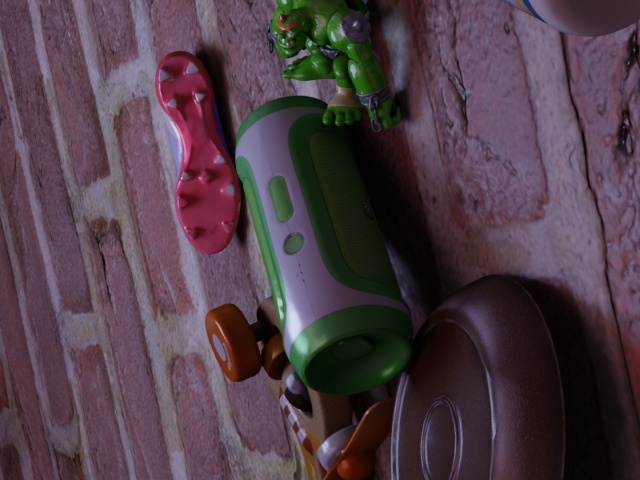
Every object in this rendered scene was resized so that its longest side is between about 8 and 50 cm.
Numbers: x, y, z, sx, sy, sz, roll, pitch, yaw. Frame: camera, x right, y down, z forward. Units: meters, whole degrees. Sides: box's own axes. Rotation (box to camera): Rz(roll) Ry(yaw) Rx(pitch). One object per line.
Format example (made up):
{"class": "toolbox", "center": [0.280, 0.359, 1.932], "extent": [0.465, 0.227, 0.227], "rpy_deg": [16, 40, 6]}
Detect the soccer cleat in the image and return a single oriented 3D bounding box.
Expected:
{"class": "soccer cleat", "center": [-0.148, -0.108, 1.745], "extent": [0.095, 0.083, 0.248], "rpy_deg": [-95, -8, -81]}

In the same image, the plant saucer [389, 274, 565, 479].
{"class": "plant saucer", "center": [0.125, 0.183, 1.276], "extent": [0.310, 0.050, 0.310], "rpy_deg": [-175, 90, -73]}

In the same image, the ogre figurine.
{"class": "ogre figurine", "center": [0.005, -0.195, 1.411], "extent": [0.197, 0.097, 0.118], "rpy_deg": [-112, 8, -49]}

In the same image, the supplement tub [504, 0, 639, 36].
{"class": "supplement tub", "center": [0.157, -0.246, 1.055], "extent": [0.200, 0.144, 0.144], "rpy_deg": [41, 135, 48]}

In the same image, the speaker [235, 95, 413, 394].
{"class": "speaker", "center": [0.000, 0.000, 1.404], "extent": [0.131, 0.131, 0.296], "rpy_deg": [113, 149, -46]}

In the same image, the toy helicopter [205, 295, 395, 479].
{"class": "toy helicopter", "center": [0.010, 0.217, 1.534], "extent": [0.235, 0.140, 0.355], "rpy_deg": [39, 147, 54]}
